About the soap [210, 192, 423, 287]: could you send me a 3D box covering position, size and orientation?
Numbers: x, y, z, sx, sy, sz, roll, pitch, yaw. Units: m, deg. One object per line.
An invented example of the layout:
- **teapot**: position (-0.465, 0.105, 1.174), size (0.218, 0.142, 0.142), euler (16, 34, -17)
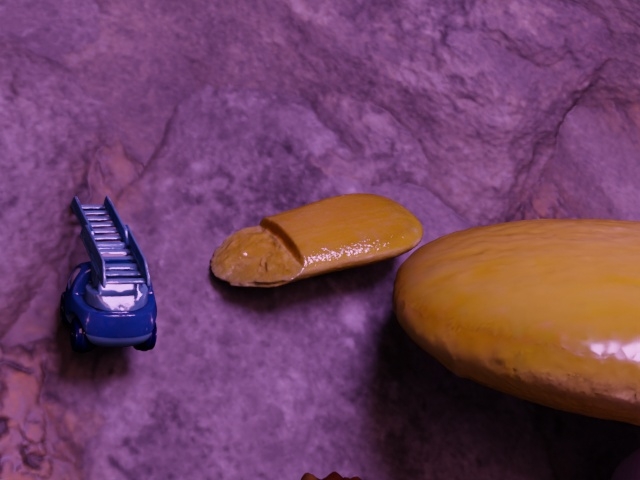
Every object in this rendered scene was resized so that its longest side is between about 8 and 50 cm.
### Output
- **soap**: position (0.000, 0.000, 0.901), size (0.168, 0.033, 0.089), euler (-18, 34, -29)

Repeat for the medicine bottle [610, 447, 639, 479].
- **medicine bottle**: position (0.258, 0.333, 0.730), size (0.219, 0.219, 0.388), euler (23, 53, -9)

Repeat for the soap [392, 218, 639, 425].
- **soap**: position (0.264, 0.056, 0.835), size (0.427, 0.115, 0.306), euler (5, 20, 9)

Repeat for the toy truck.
- **toy truck**: position (-0.154, 0.024, 0.832), size (0.063, 0.074, 0.136), euler (-1, 23, -24)

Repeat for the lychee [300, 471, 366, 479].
- **lychee**: position (0.021, 0.259, 0.669), size (0.267, 0.267, 0.268), euler (9, 61, -17)

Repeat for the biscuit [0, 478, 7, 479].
- **biscuit**: position (-0.218, 0.271, 0.656), size (0.150, 0.052, 0.252), euler (-9, 67, -25)
